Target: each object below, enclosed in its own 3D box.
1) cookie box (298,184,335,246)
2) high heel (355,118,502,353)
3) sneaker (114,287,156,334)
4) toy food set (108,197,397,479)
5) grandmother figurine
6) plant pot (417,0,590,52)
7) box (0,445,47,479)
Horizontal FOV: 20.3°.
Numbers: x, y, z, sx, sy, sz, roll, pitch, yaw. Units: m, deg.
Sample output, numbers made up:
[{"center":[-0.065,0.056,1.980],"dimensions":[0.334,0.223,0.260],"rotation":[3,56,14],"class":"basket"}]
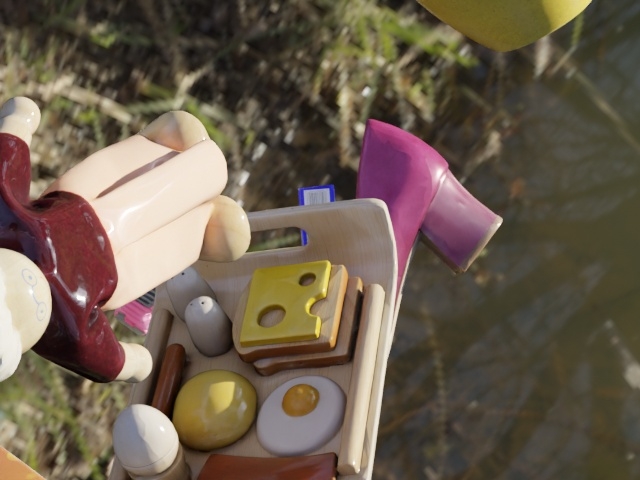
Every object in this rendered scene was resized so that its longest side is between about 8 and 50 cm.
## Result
[{"center":[0.000,0.000,1.904],"dimensions":[0.040,0.107,0.092],"rotation":[-4,74,0],"class":"cookie box"},{"center":[0.012,0.059,1.877],"dimensions":[0.181,0.127,0.377],"rotation":[40,76,0],"class":"high heel"},{"center":[-0.167,0.048,1.761],"dimensions":[0.047,0.119,0.057],"rotation":[38,61,-3],"class":"sneaker"},{"center":[-0.066,0.093,1.401],"dimensions":[0.219,0.092,0.306],"rotation":[-7,45,18],"class":"toy food set"},{"center":[-0.163,0.003,1.183],"dimensions":[0.208,0.104,0.342],"rotation":[57,27,-5],"class":"grandmother figurine"},{"center":[0.107,-0.168,1.044],"dimensions":[0.134,0.134,0.095],"rotation":[-42,109,-30],"class":"plant pot"},{"center":[-0.288,0.354,1.622],"dimensions":[0.215,0.168,0.345],"rotation":[-27,40,-37],"class":"box"}]
